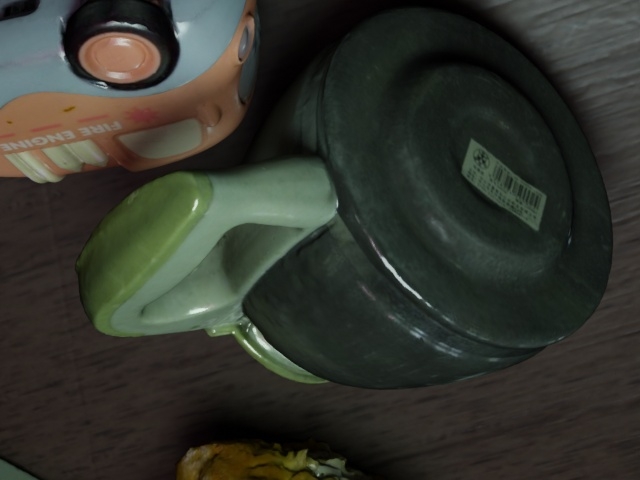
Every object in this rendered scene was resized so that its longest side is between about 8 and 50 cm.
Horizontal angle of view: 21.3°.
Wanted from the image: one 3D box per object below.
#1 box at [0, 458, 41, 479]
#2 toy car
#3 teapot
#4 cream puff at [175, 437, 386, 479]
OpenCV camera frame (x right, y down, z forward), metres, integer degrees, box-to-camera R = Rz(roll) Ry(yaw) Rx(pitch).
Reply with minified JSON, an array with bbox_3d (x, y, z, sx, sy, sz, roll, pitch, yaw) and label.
[{"bbox_3d":[-0.267,0.374,1.439,0.373,0.090,0.367,30,117,-7],"label":"box"},{"bbox_3d":[-0.153,-0.134,1.112,0.270,0.180,0.212,-10,147,14],"label":"toy car"},{"bbox_3d":[0.016,0.016,1.111,0.239,0.321,0.239,52,133,-3],"label":"teapot"},{"bbox_3d":[-0.018,0.257,1.291,0.241,0.155,0.269,-36,103,-15],"label":"cream puff"}]
